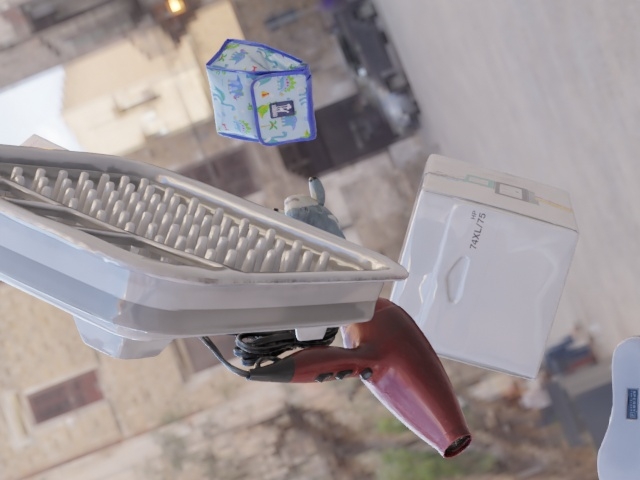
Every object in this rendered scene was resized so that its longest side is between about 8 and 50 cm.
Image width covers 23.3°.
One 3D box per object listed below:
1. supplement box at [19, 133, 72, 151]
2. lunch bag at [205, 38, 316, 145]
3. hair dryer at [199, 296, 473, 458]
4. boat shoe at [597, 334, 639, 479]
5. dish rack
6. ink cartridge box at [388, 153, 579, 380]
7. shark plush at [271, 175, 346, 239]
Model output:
[{"bbox_3d":[-0.357,-0.054,2.054,0.114,0.111,0.220,54,166,-27],"label":"supplement box"},{"bbox_3d":[-0.080,-0.210,2.252,0.096,0.151,0.128,-60,-27,-43],"label":"lunch bag"},{"bbox_3d":[0.022,0.127,1.542,0.294,0.080,0.223,28,-142,0],"label":"hair dryer"},{"bbox_3d":[0.480,0.270,2.335,0.084,0.095,0.258,0,-80,-60],"label":"boat shoe"},{"bbox_3d":[-0.125,0.006,1.045,0.333,0.286,0.072,0,-71,-60],"label":"dish rack"},{"bbox_3d":[0.200,0.027,1.953,0.270,0.197,0.198,-63,-12,-76],"label":"ink cartridge box"},{"bbox_3d":[0.000,0.000,1.887,0.161,0.073,0.067,59,-178,-35],"label":"shark plush"}]
